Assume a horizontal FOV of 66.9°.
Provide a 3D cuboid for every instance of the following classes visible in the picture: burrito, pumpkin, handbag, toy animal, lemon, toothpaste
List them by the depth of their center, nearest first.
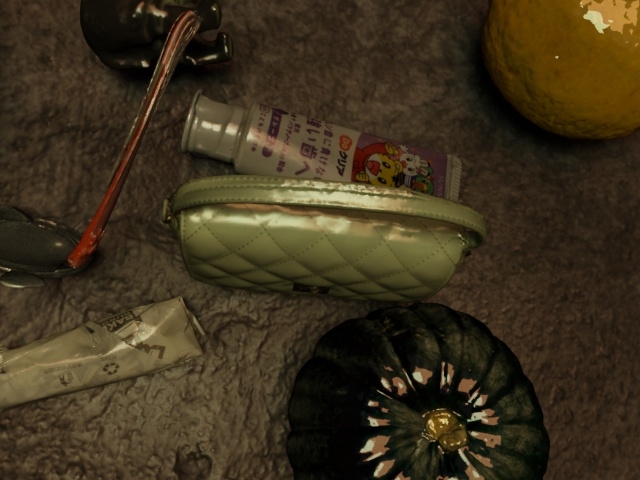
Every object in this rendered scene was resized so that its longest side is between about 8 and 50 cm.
[{"bbox_3d":[0.000,0.000,0.405,0.256,0.219,0.079,6,76,-5],"label":"handbag"},{"bbox_3d":[0.078,0.160,0.416,0.220,0.162,0.221,4,68,-9],"label":"pumpkin"},{"bbox_3d":[-0.209,0.102,0.438,0.203,0.064,0.064,-14,82,-12],"label":"burrito"},{"bbox_3d":[0.275,-0.204,0.499,0.256,0.188,0.188,39,77,-3],"label":"lemon"},{"bbox_3d":[-0.183,-0.327,0.503,0.168,0.106,0.343,-18,76,-4],"label":"toy animal"},{"bbox_3d":[0.013,-0.079,0.504,0.299,0.073,0.114,15,67,-11],"label":"toothpaste"}]

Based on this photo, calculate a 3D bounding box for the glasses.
[{"bbox_3d":[-0.255,-0.119,0.395,0.234,0.118,0.268,34,108,1],"label":"glasses"}]
